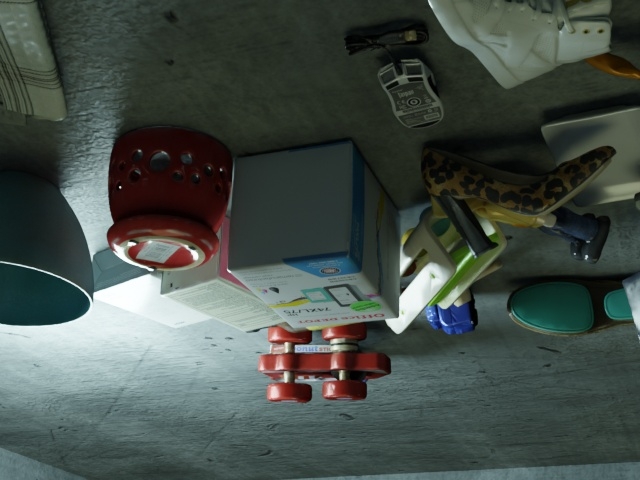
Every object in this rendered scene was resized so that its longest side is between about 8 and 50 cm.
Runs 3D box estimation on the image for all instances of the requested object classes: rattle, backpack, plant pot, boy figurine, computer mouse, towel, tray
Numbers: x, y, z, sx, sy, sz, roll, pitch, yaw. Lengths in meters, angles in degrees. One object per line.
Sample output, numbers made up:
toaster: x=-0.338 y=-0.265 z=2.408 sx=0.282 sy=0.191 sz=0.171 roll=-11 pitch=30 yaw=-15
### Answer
rattle: x=0.441 y=-0.253 z=1.188 sx=0.143 sy=0.130 sz=0.200 roll=46 pitch=133 yaw=6
backpack: x=0.264 y=0.136 z=1.991 sx=0.101 sy=0.098 sz=0.120 roll=-7 pitch=163 yaw=15
plant pot: x=-0.232 y=-0.055 z=1.521 sx=0.191 sy=0.174 sz=0.191 roll=0 pitch=157 yaw=0
boy figurine: x=0.311 y=-0.044 z=1.563 sx=0.285 sy=0.092 sz=0.177 roll=15 pitch=-177 yaw=-13
computer mouse: x=0.110 y=-0.217 z=1.306 sx=0.106 sy=0.042 sz=0.193 roll=-12 pitch=147 yaw=17
towel: x=-0.493 y=-0.242 z=1.269 sx=0.312 sy=0.056 sz=0.324 roll=3 pitch=156 yaw=-4
tray: x=0.429 y=-0.129 z=1.486 sx=0.145 sy=0.030 sz=0.270 roll=-9 pitch=153 yaw=23
plant pot: x=-0.509 y=0.002 z=1.627 sx=0.290 sy=0.195 sz=0.290 roll=1 pitch=155 yaw=0

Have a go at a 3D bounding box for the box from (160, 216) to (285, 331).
box: x=-0.159 y=0.065 z=1.824 sx=0.148 sy=0.127 sz=0.232 roll=-17 pitch=150 yaw=34

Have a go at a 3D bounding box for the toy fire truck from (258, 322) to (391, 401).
toy fire truck: x=0.013 y=0.286 z=2.262 sx=0.302 sy=0.169 sz=0.254 roll=-3 pitch=166 yaw=12

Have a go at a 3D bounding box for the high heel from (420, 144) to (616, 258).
high heel: x=0.278 y=-0.115 z=1.447 sx=0.261 sy=0.186 sz=0.093 roll=-35 pitch=173 yaw=21

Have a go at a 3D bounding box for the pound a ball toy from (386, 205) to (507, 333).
pound a ball toy: x=0.216 y=0.033 z=1.764 sx=0.208 sy=0.136 sz=0.319 roll=-24 pitch=162 yaw=-27

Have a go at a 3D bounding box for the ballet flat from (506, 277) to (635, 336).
ballet flat: x=0.545 y=0.126 z=1.965 sx=0.342 sy=0.116 sz=0.124 roll=-8 pitch=173 yaw=12

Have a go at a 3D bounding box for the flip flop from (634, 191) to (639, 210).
flip flop: x=0.603 y=-0.050 z=1.547 sx=0.277 sy=0.080 sz=0.112 roll=-1 pitch=159 yaw=-35

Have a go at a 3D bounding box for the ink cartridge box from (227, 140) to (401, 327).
ink cartridge box: x=0.000 y=0.000 z=1.589 sx=0.198 sy=0.197 sz=0.270 roll=-7 pitch=154 yaw=19

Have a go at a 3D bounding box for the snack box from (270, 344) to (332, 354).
snack box: x=-0.029 y=0.270 z=2.381 sx=0.178 sy=0.022 sz=0.064 roll=-1 pitch=155 yaw=5

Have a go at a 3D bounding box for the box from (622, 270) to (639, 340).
box: x=0.823 y=0.089 z=1.511 sx=0.480 sy=0.297 sz=0.472 roll=-4 pitch=157 yaw=-23

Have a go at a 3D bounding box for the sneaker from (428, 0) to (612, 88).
sneaker: x=0.233 y=-0.274 z=1.110 sx=0.169 sy=0.108 sz=0.292 roll=-15 pitch=160 yaw=29

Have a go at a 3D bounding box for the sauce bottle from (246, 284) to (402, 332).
sauce bottle: x=-0.012 y=0.123 z=1.959 sx=0.344 sy=0.111 sz=0.111 roll=-13 pitch=151 yaw=28

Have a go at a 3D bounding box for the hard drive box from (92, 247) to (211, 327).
hard drive box: x=-0.299 y=0.083 z=1.916 sx=0.181 sy=0.089 sz=0.232 roll=-17 pitch=149 yaw=35

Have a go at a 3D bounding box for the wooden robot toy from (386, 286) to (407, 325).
wooden robot toy: x=0.152 y=0.142 z=2.027 sx=0.173 sy=0.079 sz=0.076 roll=20 pitch=150 yaw=-35
